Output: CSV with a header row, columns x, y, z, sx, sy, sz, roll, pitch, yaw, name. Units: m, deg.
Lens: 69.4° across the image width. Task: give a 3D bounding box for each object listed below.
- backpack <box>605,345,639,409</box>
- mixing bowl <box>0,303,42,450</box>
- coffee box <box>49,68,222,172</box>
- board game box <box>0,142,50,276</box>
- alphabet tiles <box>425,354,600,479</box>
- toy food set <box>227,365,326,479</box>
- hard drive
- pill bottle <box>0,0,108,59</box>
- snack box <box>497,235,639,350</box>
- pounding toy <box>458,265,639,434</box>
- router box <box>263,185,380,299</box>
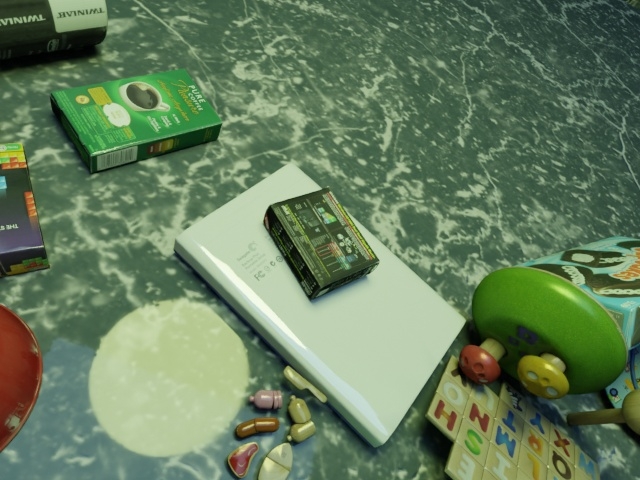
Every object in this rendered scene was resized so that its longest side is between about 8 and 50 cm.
x,y,z,sx,sy,sz,roll,pitch,yaw,name
0.495,0.198,0.651,0.158,0.116,0.173,45,55,9,backpack
-0.331,0.103,0.363,0.182,0.098,0.181,11,54,-16,mixing bowl
-0.238,-0.164,0.617,0.184,0.040,0.113,-28,73,-34,coffee box
-0.379,-0.024,0.458,0.171,0.048,0.141,-13,63,-30,board game box
0.227,0.247,0.531,0.237,0.009,0.198,43,34,7,alphabet tiles
-0.051,0.196,0.476,0.078,0.019,0.122,39,59,5,toy food set
0.008,0.058,0.577,0.319,0.040,0.210,43,52,8,hard drive
-0.410,-0.291,0.570,0.246,0.130,0.130,-30,74,-35,pill bottle
0.443,0.060,0.682,0.322,0.187,0.060,-11,107,-30,snack box
0.258,0.154,0.544,0.110,0.183,0.236,-37,81,-27,pounding toy
0.000,0.000,0.560,0.092,0.038,0.122,-20,68,-32,router box
